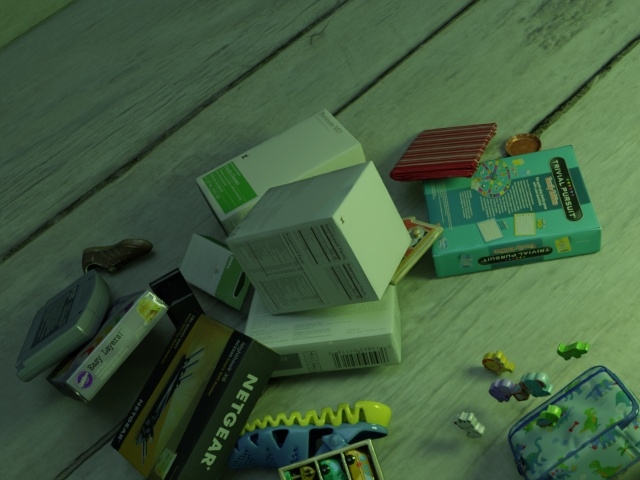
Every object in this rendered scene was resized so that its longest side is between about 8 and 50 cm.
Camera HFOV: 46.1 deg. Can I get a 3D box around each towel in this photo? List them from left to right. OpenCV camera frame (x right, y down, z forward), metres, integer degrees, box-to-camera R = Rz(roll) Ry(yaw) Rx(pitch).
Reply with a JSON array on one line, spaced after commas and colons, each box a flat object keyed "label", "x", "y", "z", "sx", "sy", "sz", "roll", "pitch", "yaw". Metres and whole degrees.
[{"label": "towel", "x": 0.289, "y": -0.205, "z": 1.740, "sx": 0.199, "sy": 0.031, "sz": 0.275, "roll": -1, "pitch": 27, "yaw": 26}]

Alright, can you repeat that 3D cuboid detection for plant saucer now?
[{"label": "plant saucer", "x": 0.478, "y": -0.219, "z": 1.770, "sx": 0.083, "sy": 0.013, "sz": 0.083, "roll": -9, "pitch": 48, "yaw": 10}]

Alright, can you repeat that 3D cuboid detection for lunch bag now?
[{"label": "lunch bag", "x": 0.413, "y": 0.311, "z": 1.210, "sx": 0.219, "sy": 0.090, "sz": 0.176, "roll": -40, "pitch": 13, "yaw": 13}]

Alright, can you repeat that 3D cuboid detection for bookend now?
[{"label": "bookend", "x": -0.277, "y": 0.169, "z": 1.589, "sx": 0.072, "sy": 0.156, "sz": 0.157, "roll": -30, "pitch": 48, "yaw": -11}]

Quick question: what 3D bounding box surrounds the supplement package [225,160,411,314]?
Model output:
[{"label": "supplement package", "x": 0.000, "y": 0.000, "z": 1.482, "sx": 0.263, "sy": 0.198, "sz": 0.199, "roll": -12, "pitch": 29, "yaw": 35}]

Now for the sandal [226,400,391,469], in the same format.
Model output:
[{"label": "sandal", "x": -0.023, "y": 0.380, "z": 1.351, "sx": 0.317, "sy": 0.126, "sz": 0.138, "roll": -13, "pitch": 62, "yaw": 13}]

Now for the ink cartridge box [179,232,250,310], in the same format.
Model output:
[{"label": "ink cartridge box", "x": -0.217, "y": 0.071, "z": 1.688, "sx": 0.209, "sy": 0.062, "sz": 0.109, "roll": 25, "pitch": 94, "yaw": 35}]

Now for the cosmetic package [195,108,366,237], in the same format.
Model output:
[{"label": "cosmetic package", "x": -0.083, "y": -0.135, "z": 1.791, "sx": 0.365, "sy": 0.155, "sz": 0.197, "roll": -31, "pitch": 45, "yaw": -8}]

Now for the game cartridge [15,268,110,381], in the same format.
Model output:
[{"label": "game cartridge", "x": -0.558, "y": 0.174, "z": 1.658, "sx": 0.198, "sy": 0.062, "sz": 0.297, "roll": -31, "pitch": 23, "yaw": 3}]

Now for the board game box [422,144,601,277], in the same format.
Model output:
[{"label": "board game box", "x": 0.399, "y": -0.064, "z": 1.617, "sx": 0.336, "sy": 0.079, "sz": 0.254, "roll": -10, "pitch": 47, "yaw": 10}]

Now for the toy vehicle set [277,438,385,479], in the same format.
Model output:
[{"label": "toy vehicle set", "x": 0.047, "y": 0.479, "z": 1.228, "sx": 0.166, "sy": 0.035, "sz": 0.267, "roll": -20, "pitch": 69, "yaw": 2}]

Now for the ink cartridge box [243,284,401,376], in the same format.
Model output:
[{"label": "ink cartridge box", "x": 0.014, "y": 0.122, "z": 1.608, "sx": 0.308, "sy": 0.091, "sz": 0.385, "roll": -9, "pitch": 31, "yaw": 12}]

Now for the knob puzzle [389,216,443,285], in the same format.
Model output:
[{"label": "knob puzzle", "x": 0.135, "y": 0.007, "z": 1.586, "sx": 0.213, "sy": 0.030, "sz": 0.213, "roll": -21, "pitch": 33, "yaw": 15}]

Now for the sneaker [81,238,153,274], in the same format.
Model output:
[{"label": "sneaker", "x": -0.497, "y": 0.047, "z": 1.846, "sx": 0.188, "sy": 0.066, "sz": 0.071, "roll": -11, "pitch": 64, "yaw": 16}]

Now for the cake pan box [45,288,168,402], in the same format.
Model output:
[{"label": "cake pan box", "x": -0.452, "y": 0.219, "z": 1.581, "sx": 0.246, "sy": 0.070, "sz": 0.267, "roll": -49, "pitch": 15, "yaw": -24}]

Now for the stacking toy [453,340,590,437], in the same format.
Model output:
[{"label": "stacking toy", "x": 0.342, "y": 0.250, "z": 1.295, "sx": 0.221, "sy": 0.052, "sz": 0.167, "roll": -27, "pitch": 21, "yaw": 50}]

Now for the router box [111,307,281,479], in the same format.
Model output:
[{"label": "router box", "x": -0.238, "y": 0.302, "z": 1.411, "sx": 0.243, "sy": 0.081, "sz": 0.309, "roll": 14, "pitch": 72, "yaw": 50}]
